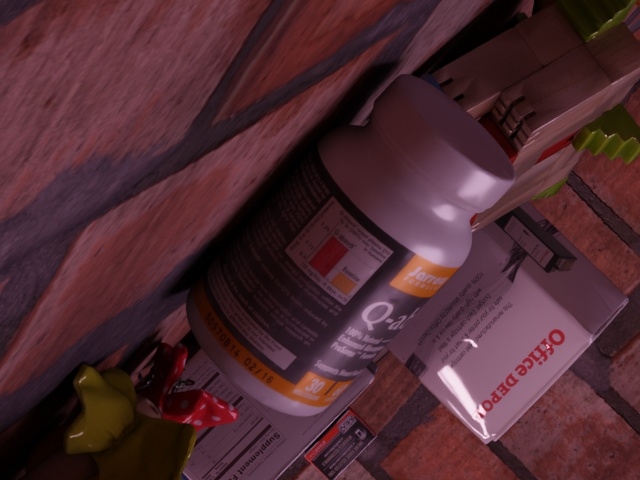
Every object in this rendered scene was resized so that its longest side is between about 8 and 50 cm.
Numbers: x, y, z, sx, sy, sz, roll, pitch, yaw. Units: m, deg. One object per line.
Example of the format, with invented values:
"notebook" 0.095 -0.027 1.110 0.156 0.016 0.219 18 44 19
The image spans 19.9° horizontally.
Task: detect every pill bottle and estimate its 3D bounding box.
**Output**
"pill bottle" 0.026 0.004 1.546 0.278 0.162 0.162 -48 172 20

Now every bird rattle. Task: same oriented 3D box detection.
"bird rattle" -0.195 0.174 1.591 0.207 0.143 0.253 -35 -174 6

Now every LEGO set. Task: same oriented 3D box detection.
"LEGO set" -0.152 0.133 1.743 0.083 0.054 0.023 -50 -151 31

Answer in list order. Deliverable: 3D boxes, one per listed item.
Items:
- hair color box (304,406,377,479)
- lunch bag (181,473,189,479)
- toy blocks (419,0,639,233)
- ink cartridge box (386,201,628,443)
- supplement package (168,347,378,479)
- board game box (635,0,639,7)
"hair color box" 0.020 0.219 1.986 0.072 0.043 0.141 -45 179 -3
"lunch bag" -0.148 0.283 2.027 0.090 0.176 0.219 -47 171 14
"toy blocks" 0.153 -0.094 1.783 0.261 0.190 0.381 -31 167 -18
"ink cartridge box" 0.166 0.052 2.057 0.211 0.289 0.121 -50 171 35
"supplement package" -0.060 0.159 1.896 0.204 0.145 0.262 -45 176 0
"board game box" 0.522 -0.336 1.657 0.356 0.356 0.356 -39 170 -40
